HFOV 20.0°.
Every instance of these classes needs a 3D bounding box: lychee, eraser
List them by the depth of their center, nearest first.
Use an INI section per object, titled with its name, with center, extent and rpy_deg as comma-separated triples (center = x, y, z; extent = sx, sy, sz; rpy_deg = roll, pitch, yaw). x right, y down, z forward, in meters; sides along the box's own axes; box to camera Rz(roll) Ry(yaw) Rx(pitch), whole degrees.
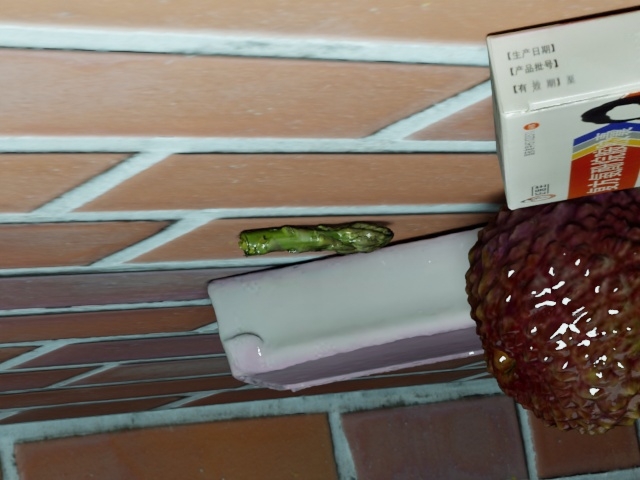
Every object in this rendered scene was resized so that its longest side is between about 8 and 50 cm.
[lychee]
center = 0.270, 0.045, 1.721
extent = 0.271, 0.271, 0.271
rpy_deg = -9, 170, -2
[eraser]
center = 0.089, 0.079, 2.026
extent = 0.359, 0.122, 0.272
rpy_deg = -13, 170, 15

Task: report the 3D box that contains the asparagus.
[asparagus]
center = 0.000, 0.000, 1.755
extent = 0.165, 0.030, 0.036
rpy_deg = -2, 144, -28

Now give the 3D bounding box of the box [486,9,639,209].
[box]
center = 0.236, -0.098, 1.337
extent = 0.214, 0.069, 0.353
rpy_deg = -10, 168, 5
